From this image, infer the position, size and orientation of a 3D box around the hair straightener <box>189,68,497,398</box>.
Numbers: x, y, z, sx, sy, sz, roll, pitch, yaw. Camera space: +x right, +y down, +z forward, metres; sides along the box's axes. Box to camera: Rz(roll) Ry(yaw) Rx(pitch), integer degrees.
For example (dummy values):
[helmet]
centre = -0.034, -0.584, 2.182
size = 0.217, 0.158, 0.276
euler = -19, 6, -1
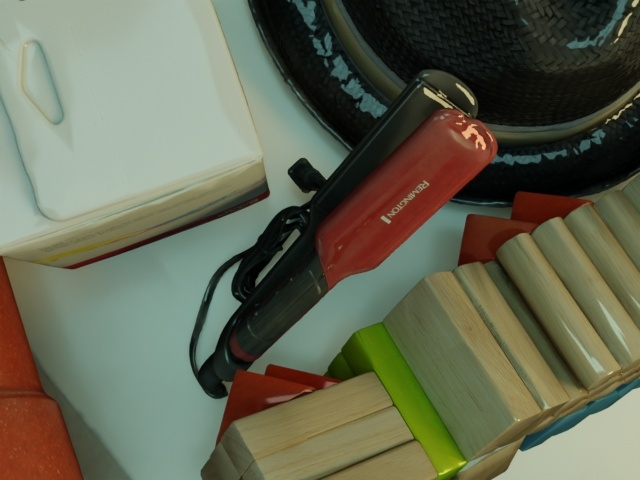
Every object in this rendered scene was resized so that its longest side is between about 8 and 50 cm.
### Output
[hair straightener]
centre = 0.000, 0.000, 0.601
size = 0.047, 0.089, 0.230
euler = 26, 120, -23

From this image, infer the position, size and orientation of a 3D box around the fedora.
[fedora]
centre = 0.103, -0.187, 0.593
size = 0.334, 0.152, 0.334
euler = 0, 87, -1

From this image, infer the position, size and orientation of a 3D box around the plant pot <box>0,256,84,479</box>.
[plant pot]
centre = -0.258, 0.038, 0.529
size = 0.272, 0.272, 0.265
euler = -15, 80, -2

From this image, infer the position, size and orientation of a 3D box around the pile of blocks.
[pile of blocks]
centre = 0.088, 0.052, 0.603
size = 0.362, 0.149, 0.112
euler = -26, 68, -12

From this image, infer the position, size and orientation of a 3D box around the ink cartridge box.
[ink cartridge box]
centre = -0.104, -0.067, 0.568
size = 0.127, 0.176, 0.128
euler = -20, 88, -2
